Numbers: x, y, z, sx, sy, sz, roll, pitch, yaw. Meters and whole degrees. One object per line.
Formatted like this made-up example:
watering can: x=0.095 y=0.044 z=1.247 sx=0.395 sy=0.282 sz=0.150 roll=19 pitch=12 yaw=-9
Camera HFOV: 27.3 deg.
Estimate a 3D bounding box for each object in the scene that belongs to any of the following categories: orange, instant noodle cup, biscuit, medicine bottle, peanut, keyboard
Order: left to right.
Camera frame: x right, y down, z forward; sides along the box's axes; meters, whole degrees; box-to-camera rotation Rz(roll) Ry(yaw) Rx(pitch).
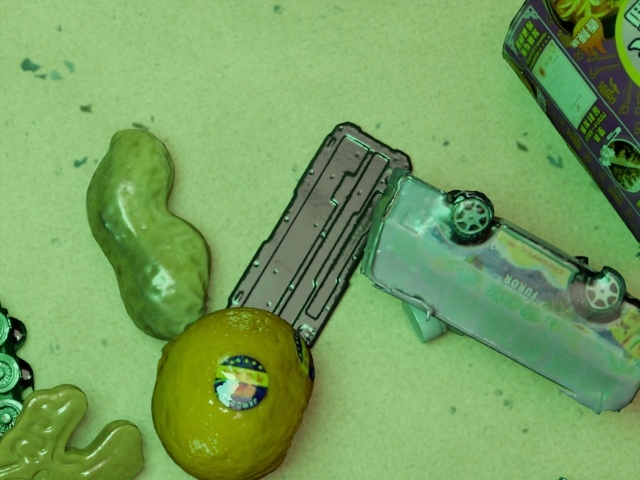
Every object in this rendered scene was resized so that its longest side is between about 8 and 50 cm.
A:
biscuit: x=-0.286 y=0.255 z=1.300 sx=0.144 sy=0.040 sz=0.236 roll=39 pitch=87 yaw=-18
peanut: x=-0.179 y=-0.007 z=1.361 sx=0.103 sy=0.098 sz=0.229 roll=-12 pitch=77 yaw=-48
orange: x=-0.086 y=0.151 z=1.291 sx=0.155 sy=0.177 sz=0.177 roll=10 pitch=78 yaw=-5
keyboard: x=0.000 y=0.000 z=1.411 sx=0.106 sy=0.016 sz=0.262 roll=30 pitch=79 yaw=3
medicine bottle: x=0.149 y=0.061 z=1.389 sx=0.118 sy=0.055 sz=0.074 roll=-24 pitch=85 yaw=-8
instant noodle cup: x=0.361 y=-0.181 z=1.329 sx=0.340 sy=0.340 sz=0.266 roll=-38 pitch=76 yaw=-10

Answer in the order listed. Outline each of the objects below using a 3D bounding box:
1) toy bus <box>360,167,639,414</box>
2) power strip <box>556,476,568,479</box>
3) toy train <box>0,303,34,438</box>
toy bus: x=0.188 y=0.047 z=1.317 sx=0.317 sy=0.112 sz=0.138 roll=28 pitch=92 yaw=-3
power strip: x=0.292 y=0.289 z=1.363 sx=0.123 sy=0.032 sz=0.056 roll=19 pitch=77 yaw=0
toy train: x=-0.348 y=0.142 z=1.335 sx=0.111 sy=0.071 sz=0.170 roll=-12 pitch=80 yaw=3
